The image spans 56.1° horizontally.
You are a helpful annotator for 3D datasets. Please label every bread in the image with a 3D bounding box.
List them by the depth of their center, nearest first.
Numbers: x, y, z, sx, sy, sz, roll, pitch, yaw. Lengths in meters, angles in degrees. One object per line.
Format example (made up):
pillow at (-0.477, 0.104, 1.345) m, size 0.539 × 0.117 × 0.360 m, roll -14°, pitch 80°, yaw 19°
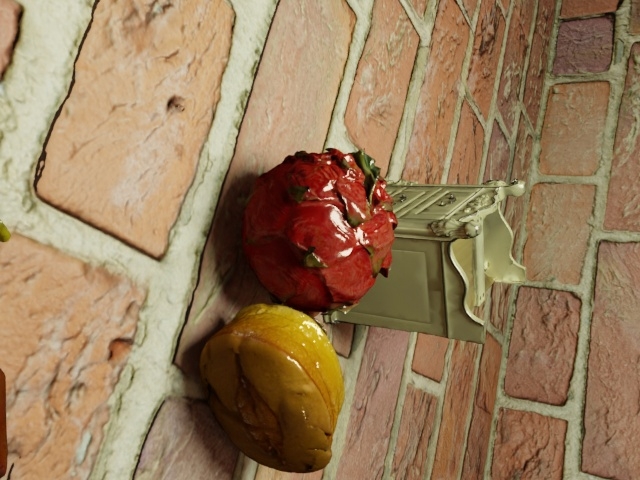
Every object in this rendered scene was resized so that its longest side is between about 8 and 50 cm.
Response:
bread at (-0.066, 0.222, 0.880) m, size 0.143 × 0.195 × 0.270 m, roll -60°, pitch 142°, yaw -49°

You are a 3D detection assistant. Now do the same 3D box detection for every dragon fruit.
dragon fruit at (0.000, 0.000, 0.920) m, size 0.244 × 0.244 × 0.299 m, roll -46°, pitch 148°, yaw -45°

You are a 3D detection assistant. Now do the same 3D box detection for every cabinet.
cabinet at (0.197, 0.017, 1.140) m, size 0.290 × 0.317 × 0.228 m, roll -30°, pitch 117°, yaw -51°

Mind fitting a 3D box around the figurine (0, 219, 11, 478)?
figurine at (-0.358, 0.108, 0.440) m, size 0.338 × 0.283 × 0.204 m, roll -45°, pitch 173°, yaw -23°
